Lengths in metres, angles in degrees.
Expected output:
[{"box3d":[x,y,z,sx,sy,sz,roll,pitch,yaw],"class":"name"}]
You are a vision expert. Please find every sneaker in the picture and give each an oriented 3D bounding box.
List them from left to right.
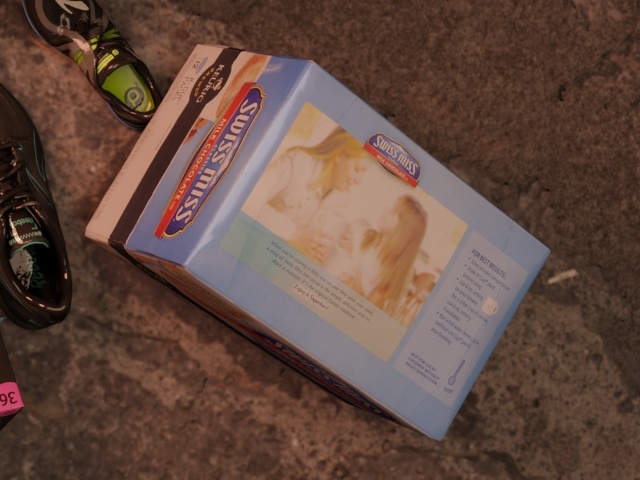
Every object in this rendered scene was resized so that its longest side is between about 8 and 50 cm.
[{"box3d":[-0.293,-0.042,1.848,0.101,0.106,0.267,-23,99,-16],"class":"sneaker"},{"box3d":[-0.215,-0.187,1.882,0.067,0.078,0.188,-44,106,-13],"class":"sneaker"}]

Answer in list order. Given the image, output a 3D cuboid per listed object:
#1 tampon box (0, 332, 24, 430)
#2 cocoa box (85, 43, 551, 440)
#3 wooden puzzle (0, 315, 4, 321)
[{"box3d":[-0.364,0.108,1.775,0.120,0.101,0.161,-12,72,-32],"class":"tampon box"},{"box3d":[0.000,0.000,1.859,0.347,0.228,0.231,36,81,-30],"class":"cocoa box"},{"box3d":[-0.374,0.073,1.873,0.116,0.014,0.078,32,86,-19],"class":"wooden puzzle"}]
